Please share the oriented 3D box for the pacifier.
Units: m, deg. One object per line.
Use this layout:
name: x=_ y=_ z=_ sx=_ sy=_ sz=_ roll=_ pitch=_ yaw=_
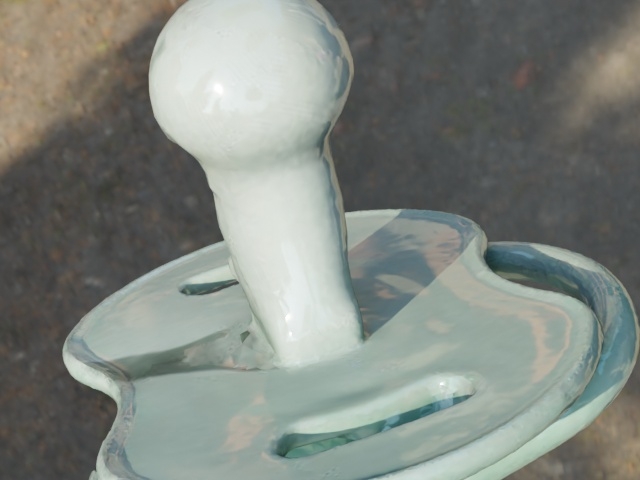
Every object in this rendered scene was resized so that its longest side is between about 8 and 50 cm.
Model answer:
pacifier: x=0.000 y=0.000 z=0.745 sx=0.288 sy=0.269 sz=0.343 roll=-17 pitch=23 yaw=-13
